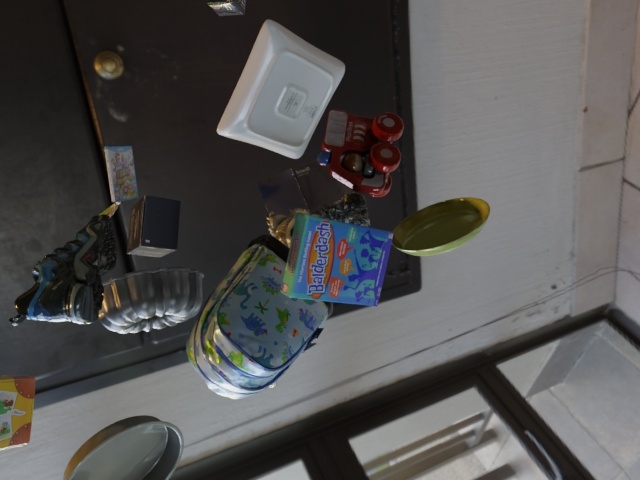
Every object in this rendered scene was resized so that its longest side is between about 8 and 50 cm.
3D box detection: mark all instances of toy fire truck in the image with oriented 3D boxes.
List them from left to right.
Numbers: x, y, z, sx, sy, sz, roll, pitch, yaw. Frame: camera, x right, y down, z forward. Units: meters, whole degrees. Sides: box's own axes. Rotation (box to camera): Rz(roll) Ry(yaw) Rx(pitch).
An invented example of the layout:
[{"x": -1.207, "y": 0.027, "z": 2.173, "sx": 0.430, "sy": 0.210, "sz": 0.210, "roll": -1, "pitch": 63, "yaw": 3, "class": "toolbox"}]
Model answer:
[{"x": 0.122, "y": -0.286, "z": 1.566, "sx": 0.169, "sy": 0.254, "sz": 0.302, "roll": 100, "pitch": 180, "yaw": -60, "class": "toy fire truck"}]

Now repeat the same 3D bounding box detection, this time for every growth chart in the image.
[{"x": -0.792, "y": -0.066, "z": 1.733, "sx": 0.021, "sy": 0.172, "sz": 0.237, "roll": 50, "pitch": -163, "yaw": -24, "class": "growth chart"}]

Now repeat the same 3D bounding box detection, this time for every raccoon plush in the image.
[{"x": 0.000, "y": 0.000, "z": 1.532, "sx": 0.446, "sy": 0.299, "sz": 0.216, "roll": 76, "pitch": -174, "yaw": -80, "class": "raccoon plush"}]

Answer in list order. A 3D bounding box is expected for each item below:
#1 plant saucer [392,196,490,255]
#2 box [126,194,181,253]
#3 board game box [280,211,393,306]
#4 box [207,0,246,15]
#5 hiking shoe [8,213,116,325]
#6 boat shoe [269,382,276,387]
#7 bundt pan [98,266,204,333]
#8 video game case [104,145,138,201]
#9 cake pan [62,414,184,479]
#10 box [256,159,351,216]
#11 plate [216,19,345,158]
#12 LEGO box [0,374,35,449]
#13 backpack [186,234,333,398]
[{"x": 0.285, "y": -0.028, "z": 1.153, "sx": 0.241, "sy": 0.241, "sz": 0.037, "roll": 26, "pitch": 144, "yaw": 63, "class": "plant saucer"}, {"x": -0.505, "y": -0.037, "z": 1.464, "sx": 0.207, "sy": 0.108, "sz": 0.153, "roll": -12, "pitch": 73, "yaw": 57, "class": "box"}, {"x": 0.037, "y": 0.042, "z": 0.965, "sx": 0.047, "sy": 0.210, "sz": 0.160, "roll": 18, "pitch": 98, "yaw": 60, "class": "board game box"}, {"x": -0.188, "y": -0.511, "z": 0.989, "sx": 0.052, "sy": 0.062, "sz": 0.083, "roll": 13, "pitch": -96, "yaw": -72, "class": "box"}, {"x": -0.474, "y": 0.038, "z": 0.923, "sx": 0.304, "sy": 0.132, "sz": 0.113, "roll": -109, "pitch": 20, "yaw": -58, "class": "hiking shoe"}, {"x": -0.173, "y": 0.371, "z": 1.310, "sx": 0.170, "sy": 0.059, "sz": 0.063, "roll": -19, "pitch": 81, "yaw": 58, "class": "boat shoe"}, {"x": -0.501, "y": 0.190, "z": 1.446, "sx": 0.331, "sy": 0.330, "sz": 0.124, "roll": 127, "pitch": 131, "yaw": -63, "class": "bundt pan"}, {"x": -0.615, "y": -0.208, "z": 1.505, "sx": 0.119, "sy": 0.015, "sz": 0.166, "roll": -38, "pitch": -55, "yaw": -71, "class": "video game case"}, {"x": -0.473, "y": 0.540, "z": 1.162, "sx": 0.054, "sy": 0.293, "sz": 0.293, "roll": 33, "pitch": 135, "yaw": 39, "class": "cake pan"}, {"x": -0.027, "y": -0.134, "z": 1.854, "sx": 0.179, "sy": 0.343, "sz": 0.312, "roll": -19, "pitch": 96, "yaw": 33, "class": "box"}, {"x": -0.078, "y": -0.339, "z": 1.168, "sx": 0.045, "sy": 0.278, "sz": 0.277, "roll": 42, "pitch": 112, "yaw": 37, "class": "plate"}, {"x": -1.090, "y": 0.459, "z": 1.238, "sx": 0.372, "sy": 0.500, "sz": 0.193, "roll": -7, "pitch": 78, "yaw": 26, "class": "LEGO box"}, {"x": -0.143, "y": 0.186, "z": 1.119, "sx": 0.290, "sy": 0.355, "sz": 0.273, "roll": 49, "pitch": 151, "yaw": -7, "class": "backpack"}]
